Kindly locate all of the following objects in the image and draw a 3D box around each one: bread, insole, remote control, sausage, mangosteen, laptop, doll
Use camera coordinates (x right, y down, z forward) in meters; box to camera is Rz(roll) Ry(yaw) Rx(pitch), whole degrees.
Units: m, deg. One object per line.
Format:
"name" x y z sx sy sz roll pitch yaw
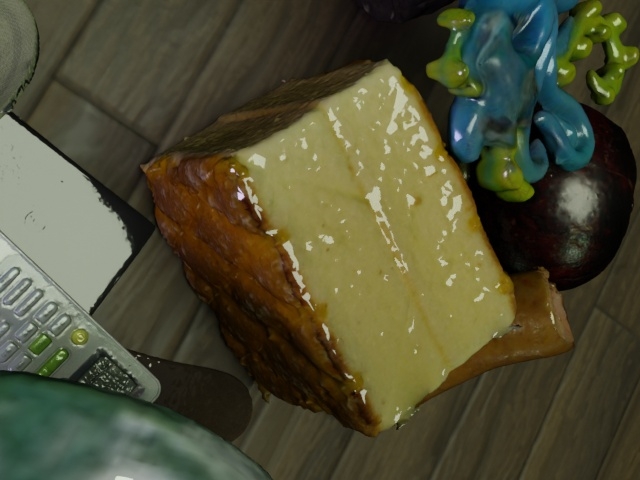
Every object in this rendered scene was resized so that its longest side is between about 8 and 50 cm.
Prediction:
"bread" 0.000 0.000 0.919 0.207 0.279 0.279 -35 105 -20
"insole" -0.214 0.151 0.958 0.328 0.007 0.111 12 88 -28
"remote control" -0.264 0.090 0.902 0.103 0.034 0.250 -45 112 -12
"sausage" 0.130 0.114 1.031 0.271 0.109 0.108 -27 109 16
"mangosteen" 0.242 -0.057 1.091 0.216 0.216 0.216 -1 93 -28
"laptop" -0.268 -0.018 0.918 0.197 0.016 0.135 41 75 -22
"doll" 0.181 -0.216 0.910 0.346 0.099 0.341 47 61 -39

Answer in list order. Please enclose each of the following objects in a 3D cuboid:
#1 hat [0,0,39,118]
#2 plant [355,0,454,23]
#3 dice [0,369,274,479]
"hat" -0.341 -0.108 0.811 0.252 0.252 0.110 -39 151 -21
"plant" 0.162 -0.370 1.050 0.321 0.194 0.181 -33 120 -19
"dice" -0.222 0.312 0.713 0.348 0.330 0.327 13 50 6
